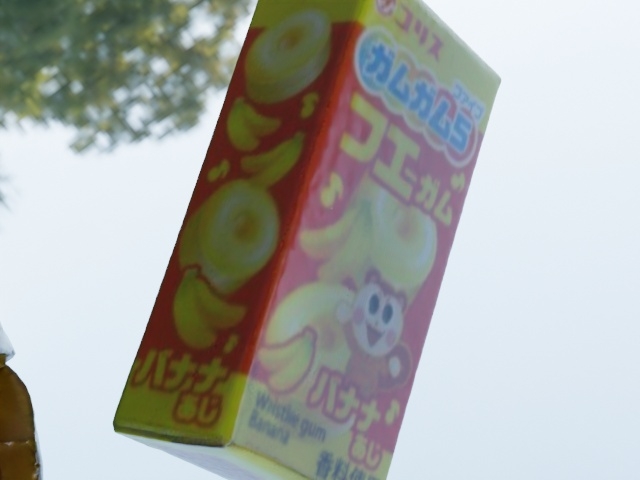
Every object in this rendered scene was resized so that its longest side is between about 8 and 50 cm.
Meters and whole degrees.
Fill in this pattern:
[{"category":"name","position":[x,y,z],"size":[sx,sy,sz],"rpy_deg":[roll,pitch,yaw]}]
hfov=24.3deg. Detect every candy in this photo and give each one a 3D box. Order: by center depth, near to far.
[{"category":"candy","position":[0.000,0.000,0.812],"size":[0.088,0.146,0.276],"rpy_deg":[3,-113,40]}]

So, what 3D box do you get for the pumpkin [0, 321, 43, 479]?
[{"category":"pumpkin","position":[-0.314,0.153,1.057],"size":[0.192,0.320,0.320],"rpy_deg":[-11,-147,2]}]
